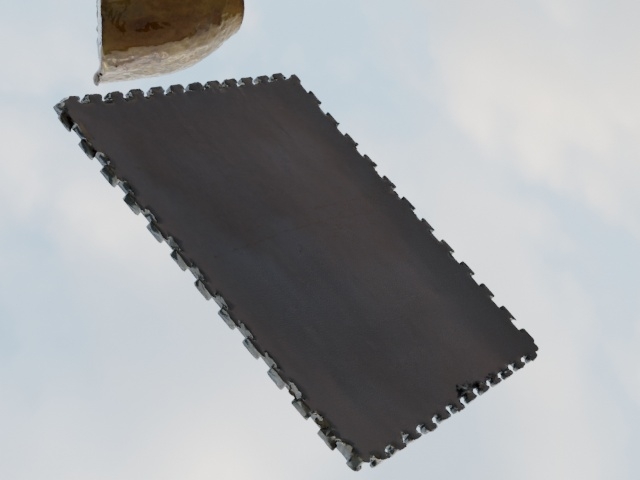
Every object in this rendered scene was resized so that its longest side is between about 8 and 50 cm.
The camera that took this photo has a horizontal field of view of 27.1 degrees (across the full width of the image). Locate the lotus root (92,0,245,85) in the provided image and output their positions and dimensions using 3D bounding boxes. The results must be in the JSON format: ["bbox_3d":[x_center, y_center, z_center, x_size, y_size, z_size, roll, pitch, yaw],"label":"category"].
[{"bbox_3d":[-0.186,-0.283,1.566,0.180,0.188,0.199,-4,-167,-13],"label":"lotus root"}]

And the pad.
[{"bbox_3d":[0.000,0.000,0.800,0.269,0.012,0.269,50,-152,14],"label":"pad"}]
